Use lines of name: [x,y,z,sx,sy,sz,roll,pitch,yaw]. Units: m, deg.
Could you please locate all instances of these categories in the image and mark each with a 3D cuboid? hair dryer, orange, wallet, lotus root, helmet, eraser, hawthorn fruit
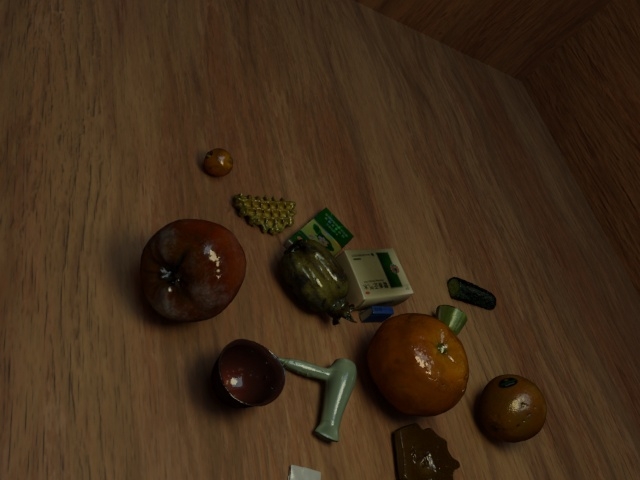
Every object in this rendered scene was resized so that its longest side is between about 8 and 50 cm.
hair dryer: [-0.033,0.356,1.404,0.237,0.075,0.206,29,50,-8]
orange: [0.259,0.330,1.530,0.284,0.226,0.283,25,40,-23]
wallet: [-0.035,0.535,1.284,0.083,0.011,0.044,25,45,-23]
orange: [0.565,0.496,1.685,0.206,0.206,0.206,22,46,-25]
lotus root: [0.003,0.120,1.552,0.278,0.154,0.154,51,41,6]
helmet: [-0.174,0.309,1.276,0.175,0.106,0.155,-1,61,-43]
orange: [-0.290,-0.221,1.624,0.084,0.083,0.083,22,46,-25]
eraser: [0.164,0.215,1.666,0.085,0.063,0.027,6,54,-37]
hawthorn fruit: [-0.281,0.051,1.295,0.231,0.235,0.263,32,41,-12]

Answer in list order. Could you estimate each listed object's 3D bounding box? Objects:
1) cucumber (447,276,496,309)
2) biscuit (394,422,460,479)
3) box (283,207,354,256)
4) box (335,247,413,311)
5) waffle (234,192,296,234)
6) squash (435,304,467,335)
cucumber: [0.547,0.184,2.013,0.211,0.062,0.078,17,48,-29]
biscuit: [0.282,0.579,1.497,0.215,0.034,0.182,22,47,-28]
box: [0.000,0.000,1.723,0.132,0.034,0.235,47,41,1]
box: [0.152,0.117,1.715,0.212,0.095,0.168,-2,62,-40]
waffle: [-0.160,-0.095,1.658,0.192,0.046,0.160,32,45,-16]
squash: [0.398,0.286,1.804,0.105,0.105,0.132,34,61,-14]
